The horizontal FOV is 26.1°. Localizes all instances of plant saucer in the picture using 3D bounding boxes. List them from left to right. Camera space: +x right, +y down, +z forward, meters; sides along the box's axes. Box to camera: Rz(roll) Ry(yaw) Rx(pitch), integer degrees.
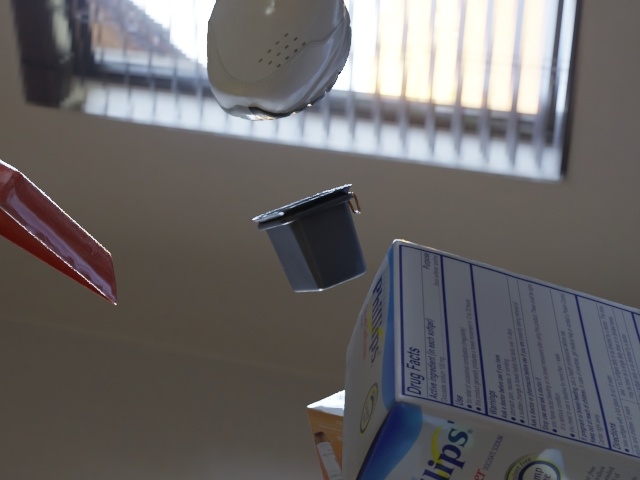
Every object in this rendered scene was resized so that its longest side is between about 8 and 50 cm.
[{"bbox_3d":[-0.356,-0.048,1.519,0.047,0.259,0.258,-56,-32,-12],"label":"plant saucer"}]

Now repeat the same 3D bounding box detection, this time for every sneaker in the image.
[{"bbox_3d":[-0.023,-0.223,0.985,0.129,0.111,0.297,72,-152,-62],"label":"sneaker"}]

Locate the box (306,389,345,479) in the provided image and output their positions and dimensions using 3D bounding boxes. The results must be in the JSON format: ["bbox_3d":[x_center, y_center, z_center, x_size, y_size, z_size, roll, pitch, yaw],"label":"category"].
[{"bbox_3d":[0.069,0.281,1.744,0.091,0.130,0.170,-20,-79,-32],"label":"box"}]

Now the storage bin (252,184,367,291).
[{"bbox_3d":[0.000,0.000,1.417,0.091,0.098,0.135,70,163,-4],"label":"storage bin"}]

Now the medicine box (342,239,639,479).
[{"bbox_3d":[0.178,0.158,1.281,0.263,0.289,0.149,-85,13,-60],"label":"medicine box"}]
